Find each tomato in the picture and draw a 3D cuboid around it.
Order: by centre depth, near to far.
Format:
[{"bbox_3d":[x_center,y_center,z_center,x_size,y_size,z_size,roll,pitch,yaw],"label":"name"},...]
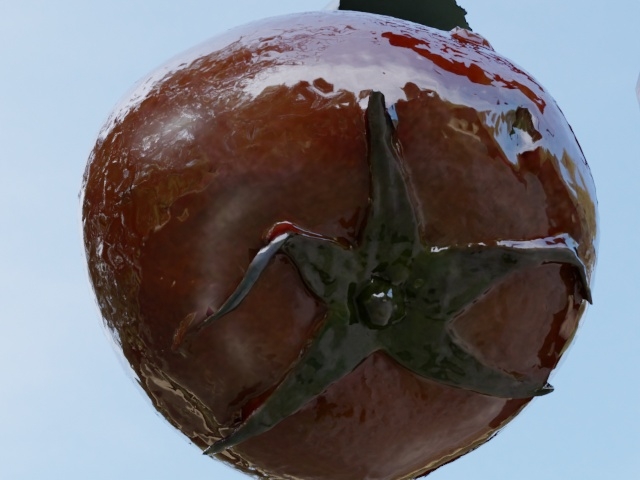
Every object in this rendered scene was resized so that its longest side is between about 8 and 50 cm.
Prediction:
[{"bbox_3d":[0.000,0.000,0.577,0.167,0.167,0.167,-8,-40,-6],"label":"tomato"}]

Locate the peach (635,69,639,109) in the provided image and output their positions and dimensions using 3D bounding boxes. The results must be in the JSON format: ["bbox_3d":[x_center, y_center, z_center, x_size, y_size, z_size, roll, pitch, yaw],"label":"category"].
[{"bbox_3d":[0.405,-0.151,1.573,0.226,0.196,0.190,-34,-16,36],"label":"peach"}]

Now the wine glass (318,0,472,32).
[{"bbox_3d":[0.003,-0.068,0.941,0.093,0.093,0.202,8,-24,-23],"label":"wine glass"}]
